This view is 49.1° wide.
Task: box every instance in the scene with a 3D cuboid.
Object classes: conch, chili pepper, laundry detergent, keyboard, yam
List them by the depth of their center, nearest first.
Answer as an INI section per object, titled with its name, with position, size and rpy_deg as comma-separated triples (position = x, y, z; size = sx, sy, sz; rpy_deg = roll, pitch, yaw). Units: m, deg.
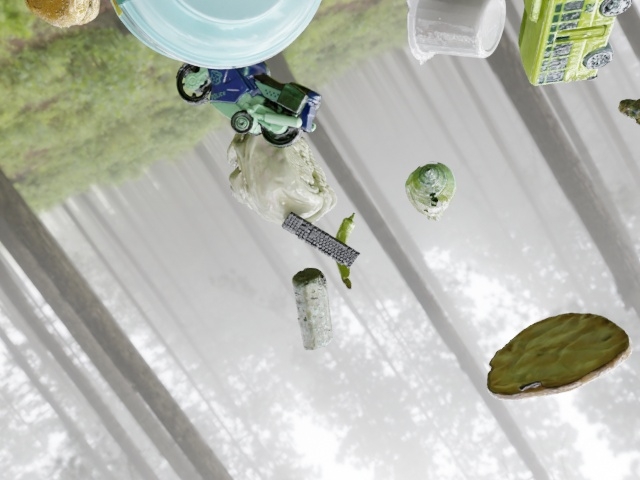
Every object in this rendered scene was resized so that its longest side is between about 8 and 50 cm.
[laundry detergent]
position = -0.148, -0.381, 0.945
size = 0.287, 0.287, 0.305
rpy_deg = -34, -158, -5
[conch]
position = 0.207, -0.096, 1.326
size = 0.080, 0.094, 0.201
rpy_deg = -58, 172, -21
[yam]
position = -0.015, 0.150, 1.497
size = 0.078, 0.179, 0.078
rpy_deg = -6, -160, 2
[keyboard]
position = 0.000, 0.000, 1.659
size = 0.060, 0.195, 0.018
rpy_deg = -54, -173, 44
[chili pepper]
position = 0.057, 0.028, 1.738
size = 0.043, 0.048, 0.208
rpy_deg = 116, -19, -65

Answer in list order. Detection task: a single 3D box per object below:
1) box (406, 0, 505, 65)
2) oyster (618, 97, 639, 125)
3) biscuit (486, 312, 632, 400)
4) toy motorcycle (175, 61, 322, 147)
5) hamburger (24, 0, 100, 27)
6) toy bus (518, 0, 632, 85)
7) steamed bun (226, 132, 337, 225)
[box]
position = 0.379, -0.624, 1.930
size = 0.206, 0.291, 0.263
rpy_deg = 18, -95, 29
[oyster]
position = 0.721, -0.212, 1.407
size = 0.092, 0.260, 0.198
rpy_deg = -45, 175, 9
[biscuit]
position = 0.376, 0.186, 1.121
size = 0.203, 0.041, 0.260
rpy_deg = -40, -167, -36
[toy motorcycle]
position = -0.153, -0.333, 1.508
size = 0.196, 0.331, 0.125
rpy_deg = -65, 167, 12
[hamburger]
position = -0.605, -0.600, 1.627
size = 0.213, 0.214, 0.108
rpy_deg = -25, -175, 35
[toy bus]
position = 0.410, -0.386, 1.151
size = 0.150, 0.128, 0.262
rpy_deg = -7, 152, 4
[steamed bun]
position = -0.119, -0.147, 1.743
size = 0.207, 0.280, 0.268
rpy_deg = -34, 164, 19
